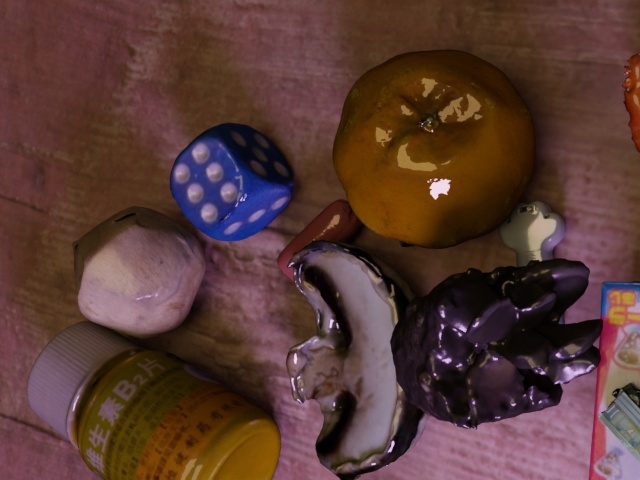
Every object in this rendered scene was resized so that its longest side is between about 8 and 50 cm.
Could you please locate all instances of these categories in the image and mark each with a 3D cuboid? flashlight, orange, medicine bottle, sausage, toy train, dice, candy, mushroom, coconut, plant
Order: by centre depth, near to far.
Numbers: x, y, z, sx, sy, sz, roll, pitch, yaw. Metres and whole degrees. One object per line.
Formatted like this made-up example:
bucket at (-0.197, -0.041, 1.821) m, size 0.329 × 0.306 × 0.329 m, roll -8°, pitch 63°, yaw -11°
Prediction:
toy train at (0.365, 0.212, 1.138) m, size 0.093 × 0.038 × 0.056 m, roll 50°, pitch 118°, yaw 22°
candy at (0.403, 0.203, 1.228) m, size 0.100 × 0.157 × 0.305 m, roll 3°, pitch 90°, yaw 31°
plant at (0.216, 0.134, 1.239) m, size 0.276 × 0.199 × 0.188 m, roll 145°, pitch 117°, yaw -62°
orange at (0.151, -0.126, 1.340) m, size 0.279 × 0.235 × 0.278 m, roll -1°, pitch 86°, yaw 15°
flashlight at (0.298, 0.046, 1.360) m, size 0.093 × 0.047 × 0.200 m, roll -8°, pitch 87°, yaw 30°
mushroom at (0.057, 0.168, 1.454) m, size 0.248 × 0.130 × 0.344 m, roll -25°, pitch 74°, yaw 37°
sausage at (0.000, 0.000, 1.524) m, size 0.154 × 0.062 × 0.062 m, roll -44°, pitch 68°, yaw 21°
dice at (-0.140, -0.091, 1.564) m, size 0.146 × 0.146 × 0.143 m, roll -45°, pitch 70°, yaw 25°
medicine bottle at (-0.270, 0.290, 1.576) m, size 0.384 × 0.224 × 0.224 m, roll 26°, pitch 101°, yaw 29°
coconut at (-0.306, 0.049, 1.624) m, size 0.224 × 0.224 × 0.224 m, roll -1°, pitch 87°, yaw 30°

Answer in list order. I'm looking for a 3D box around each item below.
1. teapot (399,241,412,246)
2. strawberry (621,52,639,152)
teapot at (0.124, -0.048, 1.469) m, size 0.043 × 0.043 × 0.110 m, roll -24°, pitch 72°, yaw 27°
strawberry at (0.464, -0.148, 1.248) m, size 0.192 × 0.085 × 0.140 m, roll 32°, pitch 124°, yaw 32°
